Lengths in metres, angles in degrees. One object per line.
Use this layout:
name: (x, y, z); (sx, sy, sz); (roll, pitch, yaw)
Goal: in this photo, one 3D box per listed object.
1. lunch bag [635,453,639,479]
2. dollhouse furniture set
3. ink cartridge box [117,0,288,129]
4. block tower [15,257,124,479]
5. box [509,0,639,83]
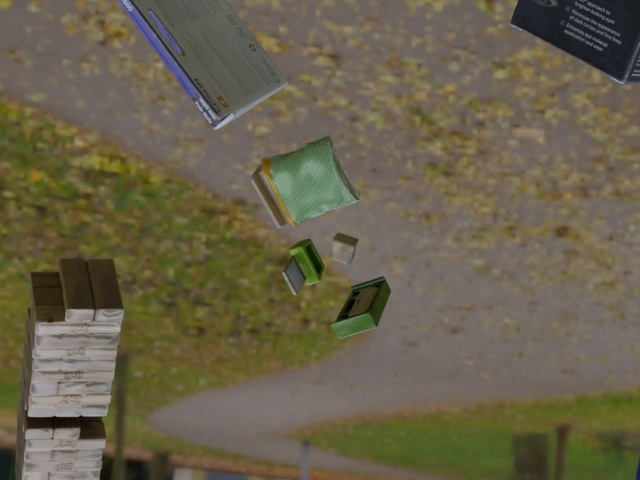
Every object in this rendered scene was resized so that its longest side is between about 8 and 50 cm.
lunch bag: (0.362, 0.192, 1.013); (0.138, 0.293, 0.221); (28, 138, -27)
dollhouse furniture set: (0.000, 0.000, 1.049); (0.076, 0.151, 0.058); (-18, -159, 27)
ink cartridge box: (-0.150, -0.229, 1.439); (0.045, 0.223, 0.224); (-36, -178, 24)
block tower: (-0.284, 0.177, 1.445); (0.091, 0.097, 0.335); (1, 125, -18)
box: (0.293, -0.254, 1.285); (0.093, 0.158, 0.156); (-5, -148, -42)
